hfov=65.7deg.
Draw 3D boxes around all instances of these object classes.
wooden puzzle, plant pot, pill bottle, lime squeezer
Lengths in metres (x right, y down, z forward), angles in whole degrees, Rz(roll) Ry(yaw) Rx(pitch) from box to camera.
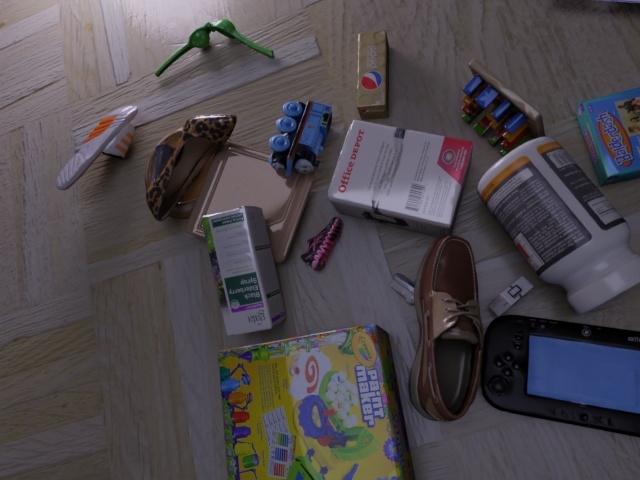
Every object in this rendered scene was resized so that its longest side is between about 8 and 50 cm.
[{"bbox_3d":[-0.147,-0.085,1.059,0.239,0.044,0.220,17,80,13],"label":"wooden puzzle"},{"bbox_3d":[-0.306,-0.166,1.139,0.237,0.032,0.236,-4,75,14],"label":"plant pot"},{"bbox_3d":[0.407,-0.026,0.839,0.162,0.162,0.278,-31,70,5],"label":"pill bottle"},{"bbox_3d":[-0.264,-0.475,1.210,0.311,0.059,0.109,-5,104,12],"label":"lime squeezer"}]

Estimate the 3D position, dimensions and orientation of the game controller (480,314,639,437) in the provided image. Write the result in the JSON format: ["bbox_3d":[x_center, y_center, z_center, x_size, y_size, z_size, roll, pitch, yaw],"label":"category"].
[{"bbox_3d":[0.434,0.220,0.816,0.320,0.067,0.166,6,77,16],"label":"game controller"}]

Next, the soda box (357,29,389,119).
[{"bbox_3d":[0.114,-0.355,1.063,0.062,0.058,0.181,-1,76,15],"label":"soda box"}]

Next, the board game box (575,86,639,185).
[{"bbox_3d":[0.598,-0.201,0.896,0.211,0.047,0.160,-12,73,11],"label":"board game box"}]

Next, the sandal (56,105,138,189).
[{"bbox_3d":[-0.517,-0.211,1.183,0.102,0.076,0.265,18,68,42],"label":"sandal"}]

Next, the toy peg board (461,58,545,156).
[{"bbox_3d":[0.327,-0.233,0.927,0.079,0.161,0.161,-46,68,16],"label":"toy peg board"}]

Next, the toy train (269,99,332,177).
[{"bbox_3d":[-0.041,-0.213,1.027,0.105,0.080,0.184,14,59,3],"label":"toy train"}]

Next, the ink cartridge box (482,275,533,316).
[{"bbox_3d":[0.327,0.102,0.867,0.083,0.048,0.028,-29,67,-27],"label":"ink cartridge box"}]

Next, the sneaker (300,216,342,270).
[{"bbox_3d":[0.000,0.000,1.008,0.057,0.047,0.119,25,82,31],"label":"sneaker"}]

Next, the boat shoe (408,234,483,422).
[{"bbox_3d":[0.230,0.147,0.847,0.123,0.116,0.324,6,80,-10],"label":"boat shoe"}]

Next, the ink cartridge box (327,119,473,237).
[{"bbox_3d":[0.156,-0.119,0.964,0.237,0.100,0.171,15,79,17],"label":"ink cartridge box"}]

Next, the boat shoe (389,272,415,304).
[{"bbox_3d":[0.174,0.103,0.938,0.100,0.035,0.035,35,115,16],"label":"boat shoe"}]

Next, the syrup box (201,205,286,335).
[{"bbox_3d":[-0.147,0.058,0.968,0.093,0.096,0.236,-12,89,14],"label":"syrup box"}]

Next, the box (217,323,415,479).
[{"bbox_3d":[-0.003,0.316,0.848,0.280,0.177,0.289,-12,72,12],"label":"box"}]

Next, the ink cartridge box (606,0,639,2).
[{"bbox_3d":[0.588,-0.556,0.996,0.207,0.045,0.208,14,78,18],"label":"ink cartridge box"}]

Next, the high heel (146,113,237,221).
[{"bbox_3d":[-0.266,-0.149,1.036,0.261,0.093,0.186,-17,64,35],"label":"high heel"}]
